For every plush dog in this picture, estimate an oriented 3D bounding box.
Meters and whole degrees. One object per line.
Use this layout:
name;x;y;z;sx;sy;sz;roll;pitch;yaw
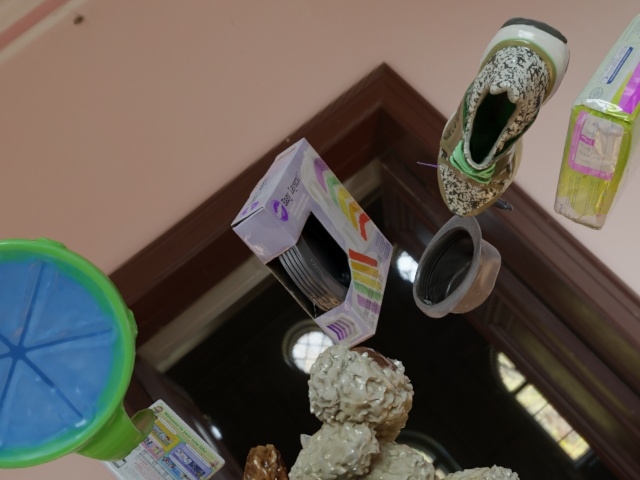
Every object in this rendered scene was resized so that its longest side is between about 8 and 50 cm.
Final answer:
plush dog;0.030;0.247;0.604;0.210;0.262;0.225;-50;-11;26

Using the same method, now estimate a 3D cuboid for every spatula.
spatula;0.352;-0.136;1.754;0.084;0.296;0.030;4;-63;-39

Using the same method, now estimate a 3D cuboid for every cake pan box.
cake pan box;0.000;0.000;1.082;0.070;0.245;0.267;-34;15;27

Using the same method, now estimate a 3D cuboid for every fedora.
fedora;0.350;0.077;1.795;0.124;0.243;0.275;22;-66;-23

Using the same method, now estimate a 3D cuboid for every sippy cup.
sippy cup;-0.327;0.108;0.830;0.240;0.305;0.224;-8;5;-12

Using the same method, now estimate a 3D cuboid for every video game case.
video game case;-0.348;0.472;1.584;0.193;0.212;0.023;-35;-23;-43

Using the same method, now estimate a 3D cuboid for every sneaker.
sneaker;0.264;-0.165;1.225;0.182;0.158;0.410;-51;-18;-36

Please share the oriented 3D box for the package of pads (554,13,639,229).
package of pads;0.486;-0.180;1.205;0.229;0.101;0.296;-52;-27;-22
